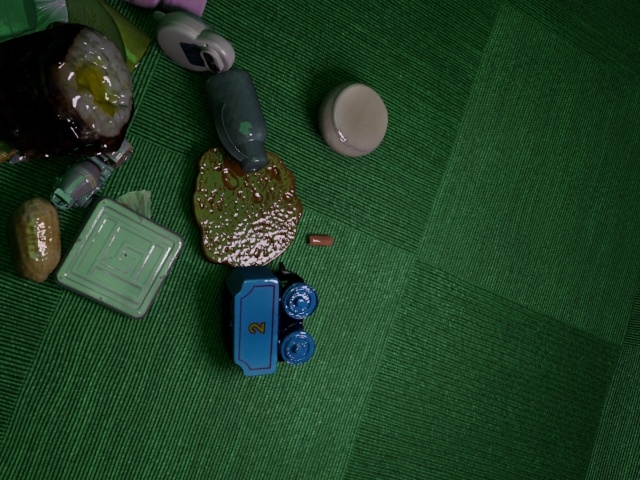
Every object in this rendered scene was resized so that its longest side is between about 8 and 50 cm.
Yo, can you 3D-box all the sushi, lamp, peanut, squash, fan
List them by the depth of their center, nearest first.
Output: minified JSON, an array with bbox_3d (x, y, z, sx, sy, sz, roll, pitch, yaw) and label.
[{"bbox_3d":[-0.633,-0.351,1.476,0.294,0.281,0.299,-4,125,18],"label":"sushi"},{"bbox_3d":[-0.740,-0.002,1.565,0.129,0.129,0.224,0,92,-22],"label":"peanut"},{"bbox_3d":[-0.593,-0.531,1.592,0.260,0.189,0.189,34,78,-24],"label":"squash"},{"bbox_3d":[-0.336,-0.544,1.657,0.246,0.179,0.108,24,74,19],"label":"lamp"},{"bbox_3d":[-0.549,0.049,1.673,0.266,0.047,0.269,30,81,-20],"label":"lamp"},{"bbox_3d":[-0.546,-0.038,1.705,0.131,0.009,0.240,22,82,-18],"label":"fan"}]

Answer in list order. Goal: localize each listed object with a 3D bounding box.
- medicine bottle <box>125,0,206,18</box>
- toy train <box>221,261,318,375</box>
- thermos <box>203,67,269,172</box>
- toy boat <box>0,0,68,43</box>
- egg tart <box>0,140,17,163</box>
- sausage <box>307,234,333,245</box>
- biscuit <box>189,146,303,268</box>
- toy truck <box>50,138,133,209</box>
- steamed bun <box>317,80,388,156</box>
[{"bbox_3d":[-0.489,-0.742,1.616,0.388,0.219,0.219,14,85,-22],"label":"medicine bottle"},{"bbox_3d":[-0.154,0.218,1.752,0.265,0.188,0.300,-2,104,-18],"label":"toy train"},{"bbox_3d":[-0.233,-0.333,1.704,0.182,0.145,0.286,8,59,-59],"label":"thermos"},{"bbox_3d":[-0.805,-0.588,1.553,0.290,0.100,0.199,-12,95,-21],"label":"toy boat"},{"bbox_3d":[-0.870,-0.318,1.511,0.291,0.107,0.290,0,90,-47],"label":"egg tart"},{"bbox_3d":[0.000,0.000,1.908,0.083,0.034,0.034,2,89,-23],"label":"sausage"},{"bbox_3d":[-0.229,-0.105,1.798,0.359,0.074,0.381,-34,99,-20],"label":"biscuit"},{"bbox_3d":[-0.609,-0.186,1.607,0.108,0.140,0.256,42,75,-16],"label":"toy truck"},{"bbox_3d":[0.089,-0.373,1.887,0.232,0.145,0.231,-2,94,-32],"label":"steamed bun"}]
